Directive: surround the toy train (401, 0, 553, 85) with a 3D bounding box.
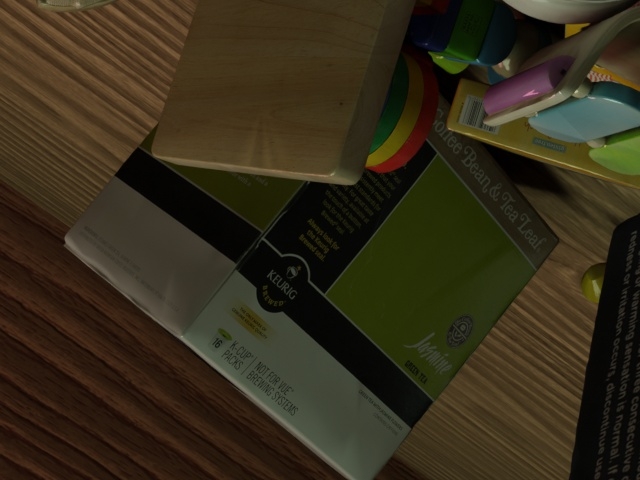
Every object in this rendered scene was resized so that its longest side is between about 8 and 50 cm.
[{"bbox_3d":[0.069,-0.182,1.430,0.143,0.105,0.248,19,180,-35],"label":"toy train"}]

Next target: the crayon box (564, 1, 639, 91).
[{"bbox_3d":[0.325,-0.111,1.144,0.323,0.083,0.203,26,165,14],"label":"crayon box"}]

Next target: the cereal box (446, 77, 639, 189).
[{"bbox_3d":[0.222,-0.073,1.363,0.173,0.047,0.240,19,-174,25],"label":"cereal box"}]

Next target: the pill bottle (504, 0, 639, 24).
[{"bbox_3d":[0.155,-0.223,0.924,0.162,0.162,0.278,29,169,4],"label":"pill bottle"}]

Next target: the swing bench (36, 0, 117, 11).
[{"bbox_3d":[-0.223,-0.306,1.419,0.255,0.165,0.253,32,166,-9],"label":"swing bench"}]

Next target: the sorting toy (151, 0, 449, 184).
[{"bbox_3d":[0.007,-0.163,1.296,0.089,0.255,0.257,21,174,-35],"label":"sorting toy"}]

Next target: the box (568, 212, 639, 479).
[{"bbox_3d":[0.460,0.120,0.866,0.480,0.297,0.472,36,137,-20],"label":"box"}]

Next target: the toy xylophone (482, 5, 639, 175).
[{"bbox_3d":[0.257,-0.050,1.096,0.323,0.081,0.236,23,168,-7],"label":"toy xylophone"}]

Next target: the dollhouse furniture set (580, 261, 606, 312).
[{"bbox_3d":[0.343,0.143,1.570,0.303,0.286,0.198,8,156,30],"label":"dollhouse furniture set"}]

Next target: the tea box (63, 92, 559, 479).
[{"bbox_3d":[0.000,0.000,1.643,0.220,0.323,0.329,35,172,45],"label":"tea box"}]
